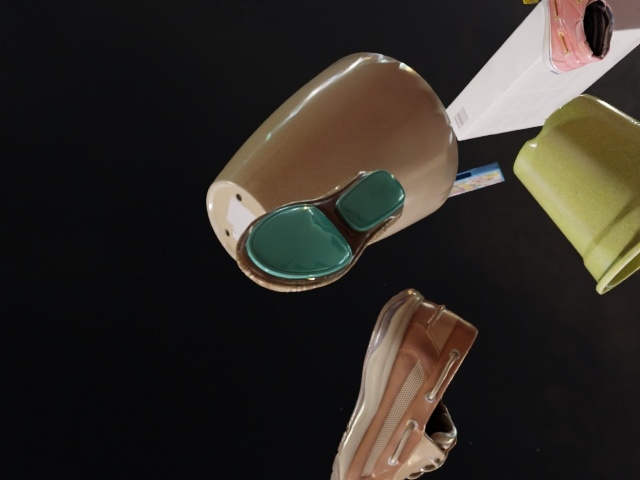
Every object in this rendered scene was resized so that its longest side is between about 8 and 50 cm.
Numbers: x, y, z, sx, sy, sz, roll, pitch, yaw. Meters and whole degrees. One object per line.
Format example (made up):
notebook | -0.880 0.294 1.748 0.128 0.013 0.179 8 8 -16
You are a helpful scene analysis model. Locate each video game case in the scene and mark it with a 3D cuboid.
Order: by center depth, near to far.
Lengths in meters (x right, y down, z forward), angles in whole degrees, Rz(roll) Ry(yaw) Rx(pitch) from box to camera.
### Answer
video game case | 0.223 -0.092 1.000 0.166 0.119 0.015 -16 -98 19

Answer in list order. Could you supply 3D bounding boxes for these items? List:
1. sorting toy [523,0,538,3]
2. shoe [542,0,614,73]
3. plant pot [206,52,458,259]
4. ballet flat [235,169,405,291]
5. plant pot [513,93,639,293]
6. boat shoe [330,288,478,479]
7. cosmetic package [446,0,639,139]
sorting toy | 0.481 -0.707 1.440 0.041 0.307 0.229 27 -107 45
shoe | 0.323 -0.305 0.740 0.064 0.081 0.178 -5 -84 -18
plant pot | -0.003 -0.079 0.770 0.256 0.256 0.274 47 -127 9
ballet flat | 0.000 0.000 0.476 0.206 0.067 0.073 -27 -103 -48
plant pot | 0.474 -0.097 0.972 0.276 0.276 0.254 -24 -119 -28
boat shoe | 0.094 0.220 0.676 0.116 0.324 0.123 19 -160 19
cosmetic package | 0.501 -0.378 1.328 0.284 0.377 0.097 -11 -108 -24
